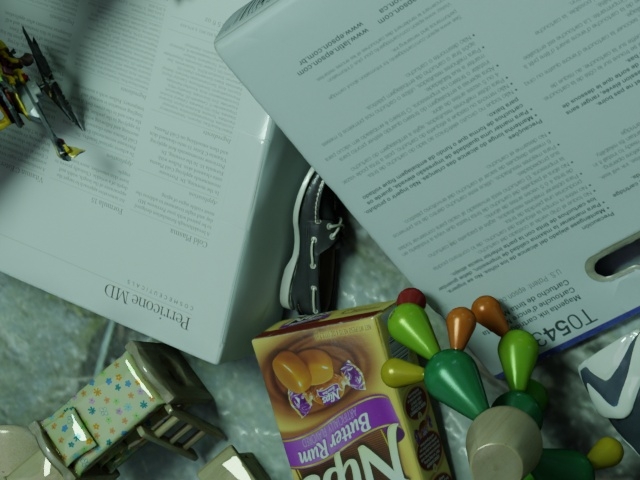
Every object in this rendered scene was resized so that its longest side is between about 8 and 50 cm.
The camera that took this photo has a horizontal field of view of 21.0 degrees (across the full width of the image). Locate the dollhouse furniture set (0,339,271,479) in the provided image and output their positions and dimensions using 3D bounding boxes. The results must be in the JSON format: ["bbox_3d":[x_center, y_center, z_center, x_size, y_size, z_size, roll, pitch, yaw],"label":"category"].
[{"bbox_3d":[-0.155,0.197,1.358,0.182,0.101,0.161,-40,75,9],"label":"dollhouse furniture set"}]

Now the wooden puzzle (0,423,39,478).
[{"bbox_3d":[-0.366,0.322,1.546,0.347,0.080,0.322,-5,94,26],"label":"wooden puzzle"}]

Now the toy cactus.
[{"bbox_3d":[0.118,0.128,1.160,0.112,0.180,0.219,-38,90,16],"label":"toy cactus"}]

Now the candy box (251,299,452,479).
[{"bbox_3d":[0.030,0.146,1.288,0.109,0.053,0.187,-13,99,30],"label":"candy box"}]

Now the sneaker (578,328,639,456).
[{"bbox_3d":[0.294,0.095,1.118,0.235,0.094,0.153,-34,80,29],"label":"sneaker"}]

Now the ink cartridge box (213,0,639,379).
[{"bbox_3d":[0.152,-0.098,1.158,0.324,0.071,0.330,-29,113,30],"label":"ink cartridge box"}]

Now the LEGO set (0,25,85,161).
[{"bbox_3d":[-0.291,-0.206,1.232,0.192,0.331,0.255,-33,51,-8],"label":"LEGO set"}]

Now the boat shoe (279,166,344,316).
[{"bbox_3d":[0.000,0.000,1.305,0.038,0.046,0.125,21,110,25],"label":"boat shoe"}]

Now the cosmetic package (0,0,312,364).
[{"bbox_3d":[-0.179,-0.101,1.369,0.377,0.097,0.284,21,104,27],"label":"cosmetic package"}]
